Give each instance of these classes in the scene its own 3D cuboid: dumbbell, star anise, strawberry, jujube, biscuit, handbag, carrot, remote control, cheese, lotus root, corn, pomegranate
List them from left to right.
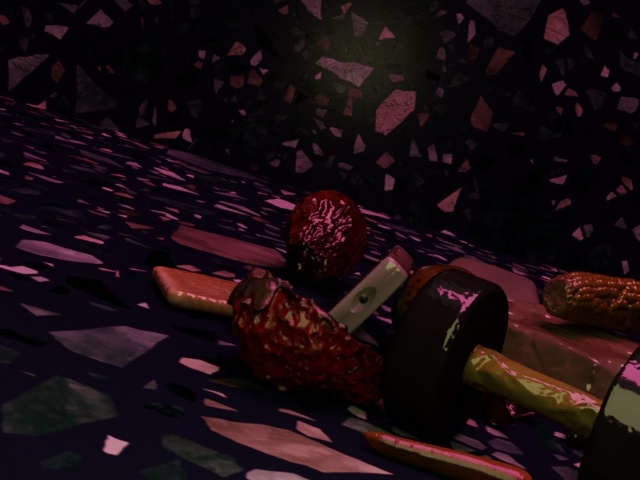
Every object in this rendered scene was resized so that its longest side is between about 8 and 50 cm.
[{"bbox_3d":[-0.120,0.091,1.681,0.250,0.030,0.160,14,8,-21],"label":"biscuit"},{"bbox_3d":[-0.019,0.140,1.378,0.236,0.111,0.190,39,-10,-19],"label":"strawberry"},{"bbox_3d":[0.000,0.000,2.126,0.168,0.168,0.236,19,25,10],"label":"jujube"},{"bbox_3d":[0.079,0.075,1.758,0.050,0.145,0.344,46,7,3],"label":"remote control"},{"bbox_3d":[0.176,0.108,1.755,0.159,0.159,0.205,14,5,-23],"label":"pomegranate"},{"bbox_3d":[0.135,0.241,1.229,0.190,0.037,0.037,15,8,10],"label":"carrot"},{"bbox_3d":[0.321,0.145,2.187,0.241,0.109,0.315,17,21,3],"label":"handbag"},{"bbox_3d":[0.235,0.170,1.544,0.158,0.144,0.140,19,0,17],"label":"star anise"},{"bbox_3d":[0.250,0.175,1.300,0.323,0.203,0.204,21,9,27],"label":"dumbbell"},{"bbox_3d":[0.401,0.194,1.793,0.318,0.115,0.326,19,7,5],"label":"cheese"},{"bbox_3d":[0.362,0.253,1.553,0.054,0.049,0.099,24,16,30],"label":"lotus root"},{"bbox_3d":[0.464,0.101,1.855,0.320,0.097,0.097,10,11,-46],"label":"corn"}]
